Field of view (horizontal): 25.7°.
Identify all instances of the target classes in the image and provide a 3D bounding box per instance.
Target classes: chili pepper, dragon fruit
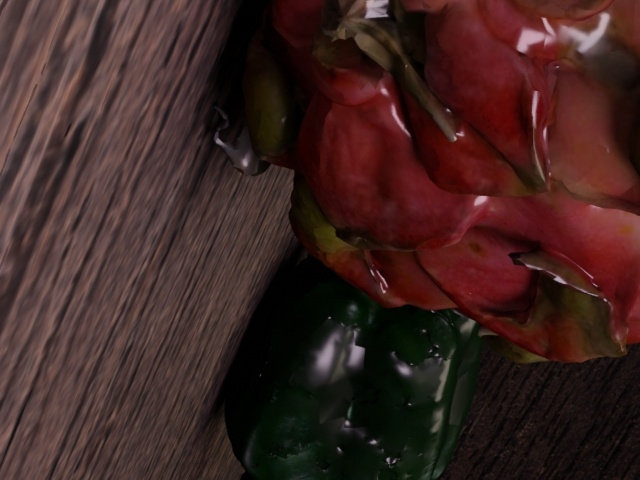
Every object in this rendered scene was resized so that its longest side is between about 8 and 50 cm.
[{"bbox_3d":[0.017,0.119,0.980,0.174,0.165,0.261,-74,-179,-56],"label":"chili pepper"},{"bbox_3d":[0.107,-0.072,0.506,0.291,0.269,0.250,-57,162,-75],"label":"dragon fruit"}]
